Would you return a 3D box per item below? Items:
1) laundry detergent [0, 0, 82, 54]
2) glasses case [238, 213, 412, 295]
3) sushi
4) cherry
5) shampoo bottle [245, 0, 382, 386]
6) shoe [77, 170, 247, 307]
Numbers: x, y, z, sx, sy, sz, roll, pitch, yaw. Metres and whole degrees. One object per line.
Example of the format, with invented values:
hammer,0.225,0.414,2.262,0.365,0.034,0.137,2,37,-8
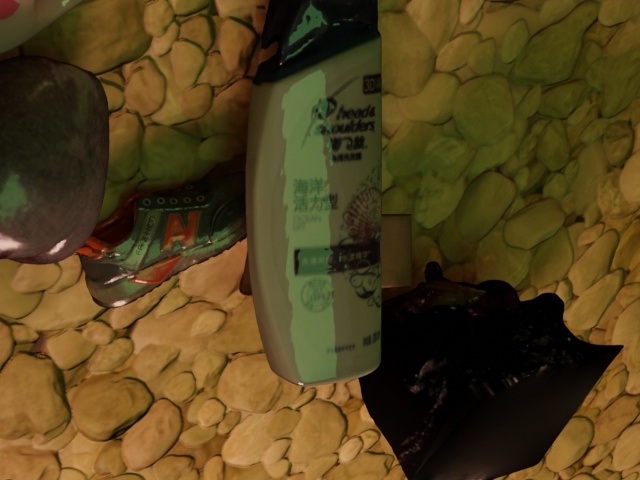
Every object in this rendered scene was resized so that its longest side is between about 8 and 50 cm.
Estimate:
laundry detergent,-0.229,-0.214,0.809,0.335,0.088,0.159,-41,144,-3
glasses case,0.000,0.000,1.134,0.193,0.070,0.103,-2,92,-32
sushi,0.153,0.138,1.224,0.227,0.212,0.215,-8,136,-34
cherry,-0.238,-0.059,0.862,0.176,0.139,0.176,14,90,-74
shampoo bottle,-0.006,-0.048,1.017,0.134,0.078,0.360,-9,107,-30
shoe,-0.136,-0.018,1.016,0.194,0.074,0.077,-32,127,-11
